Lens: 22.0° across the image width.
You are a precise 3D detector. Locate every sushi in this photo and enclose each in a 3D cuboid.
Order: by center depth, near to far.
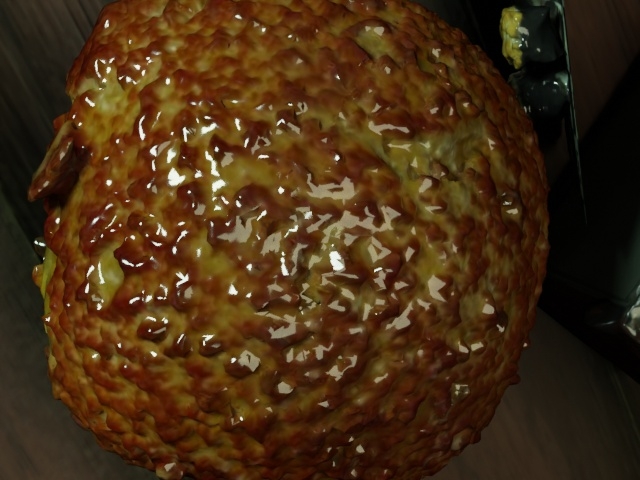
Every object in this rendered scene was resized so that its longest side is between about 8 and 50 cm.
[{"bbox_3d":[0.133,-0.133,1.045,0.040,0.193,0.210,-7,108,7],"label":"sushi"}]

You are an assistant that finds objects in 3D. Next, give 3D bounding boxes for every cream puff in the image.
[{"bbox_3d":[-0.003,0.004,0.940,0.350,0.229,0.350,-7,104,-30],"label":"cream puff"}]

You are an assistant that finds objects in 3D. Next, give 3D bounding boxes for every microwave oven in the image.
[{"bbox_3d":[0.271,-0.015,1.135,0.178,0.188,0.247,37,86,-28],"label":"microwave oven"}]
